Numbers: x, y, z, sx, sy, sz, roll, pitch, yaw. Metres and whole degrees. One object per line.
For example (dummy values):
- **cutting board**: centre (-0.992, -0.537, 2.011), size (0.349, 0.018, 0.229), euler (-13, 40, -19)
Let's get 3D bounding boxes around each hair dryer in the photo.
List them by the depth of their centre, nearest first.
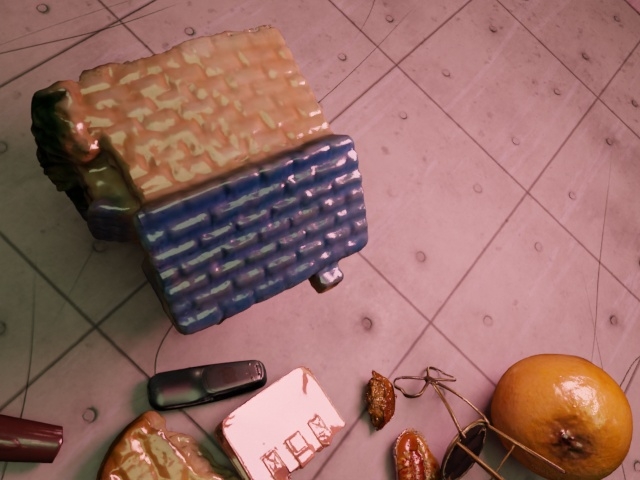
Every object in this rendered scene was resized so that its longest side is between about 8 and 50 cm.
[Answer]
- **hair dryer**: centre (-0.603, 0.402, 0.761), size (0.312, 0.123, 0.340), euler (23, 76, -22)

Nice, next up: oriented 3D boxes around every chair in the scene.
- **chair**: centre (0.288, 0.408, 1.001), size (0.160, 0.326, 0.170), euler (-9, 118, -38)

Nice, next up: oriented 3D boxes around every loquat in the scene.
- **loquat**: centre (0.490, 0.363, 1.047), size (0.263, 0.263, 0.263), euler (6, 69, -17)

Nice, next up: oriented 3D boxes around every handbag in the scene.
- **handbag**: centre (-0.071, 0.347, 0.934), size (0.212, 0.059, 0.157), euler (-27, 75, -39)

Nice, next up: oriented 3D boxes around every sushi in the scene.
- **sushi**: centre (0.119, 0.325, 1.038), size (0.060, 0.061, 0.118), euler (7, 61, -43)

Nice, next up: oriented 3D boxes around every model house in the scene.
- **model house**: centre (-0.182, -0.030, 0.850), size (0.395, 0.445, 0.400), euler (-28, 82, -26)

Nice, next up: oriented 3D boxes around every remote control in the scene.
- **remote control**: centre (-0.208, 0.266, 0.953), size (0.222, 0.042, 0.072), euler (-5, 57, -23)

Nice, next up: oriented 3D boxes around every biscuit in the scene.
- **biscuit**: centre (-0.257, 0.437, 0.854), size (0.274, 0.091, 0.213), euler (45, 61, -1)

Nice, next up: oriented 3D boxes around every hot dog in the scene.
- **hot dog**: centre (0.196, 0.474, 1.014), size (0.099, 0.053, 0.192), euler (-4, 74, -29)
